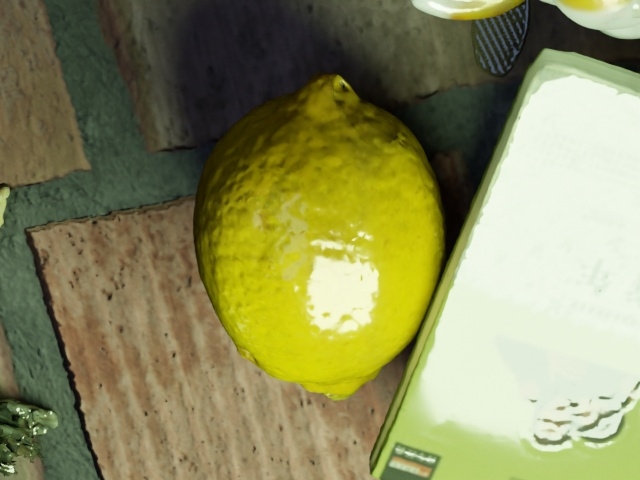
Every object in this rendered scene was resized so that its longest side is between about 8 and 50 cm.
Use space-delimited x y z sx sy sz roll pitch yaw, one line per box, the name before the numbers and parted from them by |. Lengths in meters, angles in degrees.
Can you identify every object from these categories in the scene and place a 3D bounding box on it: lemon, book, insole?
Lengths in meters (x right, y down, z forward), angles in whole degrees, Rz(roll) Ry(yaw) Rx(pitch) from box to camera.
lemon | 0.000 0.000 1.416 0.188 0.188 0.257 9 113 24
book | 0.201 0.056 1.369 0.239 0.035 0.352 17 115 -8
insole | 0.135 -0.183 1.399 0.045 0.002 0.135 20 113 20

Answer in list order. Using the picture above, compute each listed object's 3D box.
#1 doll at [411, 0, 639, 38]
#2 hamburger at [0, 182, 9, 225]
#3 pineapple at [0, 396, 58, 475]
doll | 0.134 -0.222 1.295 0.269 0.166 0.162 7 88 20
hamburger | -0.380 -0.030 1.628 0.207 0.155 0.135 30 121 8
pineapple | -0.400 0.106 1.682 0.361 0.175 0.175 19 113 7
